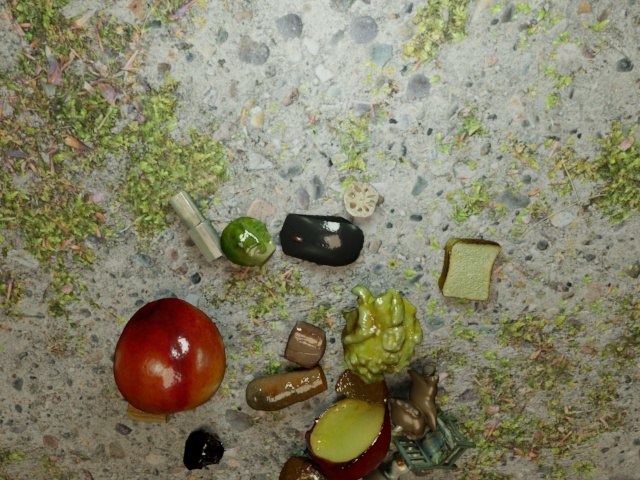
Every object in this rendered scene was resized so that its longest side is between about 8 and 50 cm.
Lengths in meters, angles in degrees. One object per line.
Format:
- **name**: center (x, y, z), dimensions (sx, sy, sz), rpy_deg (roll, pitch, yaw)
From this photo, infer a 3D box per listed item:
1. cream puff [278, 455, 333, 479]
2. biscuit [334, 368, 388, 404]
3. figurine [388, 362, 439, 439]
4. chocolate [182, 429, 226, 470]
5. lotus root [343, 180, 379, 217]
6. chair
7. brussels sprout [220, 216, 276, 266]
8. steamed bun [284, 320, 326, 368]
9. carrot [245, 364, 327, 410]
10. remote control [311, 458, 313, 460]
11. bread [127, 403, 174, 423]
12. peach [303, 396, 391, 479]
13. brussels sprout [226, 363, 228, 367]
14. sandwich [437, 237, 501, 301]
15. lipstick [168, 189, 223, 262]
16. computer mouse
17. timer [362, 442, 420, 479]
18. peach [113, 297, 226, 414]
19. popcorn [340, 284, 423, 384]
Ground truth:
- **cream puff**: center (-0.036, 0.985, 1.623), dimensions (0.303, 0.212, 0.303), rpy_deg (21, 142, 17)
- **biscuit**: center (0.160, 0.537, 1.582), dimensions (0.206, 0.025, 0.125), rpy_deg (7, 65, 24)
- **figurine**: center (0.331, 0.584, 1.535), dimensions (0.173, 0.177, 0.247), rpy_deg (4, 93, 9)
- **chocolate**: center (-0.453, 0.851, 1.697), dimensions (0.133, 0.156, 0.156), rpy_deg (32, 106, -35)
- **lotus root**: center (0.132, -0.141, 1.404), dimensions (0.113, 0.081, 0.122), rpy_deg (19, 106, -1)
- **chair**: center (0.422, 0.743, 1.561), dimensions (0.271, 0.136, 0.147), rpy_deg (22, 109, -33)
- **brussels sprout**: center (-0.248, 0.012, 1.434), dimensions (0.161, 0.144, 0.180), rpy_deg (-41, 89, -23)
- **steamed bun**: center (-0.051, 0.380, 1.549), dimensions (0.145, 0.106, 0.175), rpy_deg (20, 116, -4)
- **carrot**: center (-0.130, 0.558, 1.587), dimensions (0.302, 0.138, 0.138), rpy_deg (-18, 104, 7)
- **remote control**: center (0.023, 0.893, 1.725), dimensions (0.122, 0.032, 0.074), rpy_deg (11, 106, 0)
- **bread**: center (-0.656, 0.641, 1.652), dimensions (0.173, 0.085, 0.134), rpy_deg (11, 109, -2)
- **peach**: center (0.135, 0.734, 1.586), dimensions (0.362, 0.258, 0.201), rpy_deg (-41, 129, -13)
- **brussels sprout**: center (-0.398, 0.475, 1.613), dimensions (0.085, 0.058, 0.085), rpy_deg (0, 90, -5)
- **sandwich**: center (0.514, 0.100, 1.466), dimensions (0.186, 0.065, 0.214), rpy_deg (5, 106, 2)
- **lipstick**: center (-0.419, -0.050, 1.450), dimensions (0.078, 0.079, 0.252), rpy_deg (-28, 103, 9)
- **computer mouse**: center (0.000, 0.002, 1.445), dimensions (0.296, 0.087, 0.168), rpy_deg (7, 109, 2)
- **timer**: center (0.316, 0.909, 1.679), dimensions (0.175, 0.175, 0.266), rpy_deg (44, 84, -10)
- **peach**: center (-0.508, 0.385, 1.439), dimensions (0.389, 0.388, 0.387), rpy_deg (1, 106, 2)
- **popcorn**: center (0.211, 0.314, 1.428), dimensions (0.274, 0.279, 0.335), rpy_deg (33, 97, 39)
